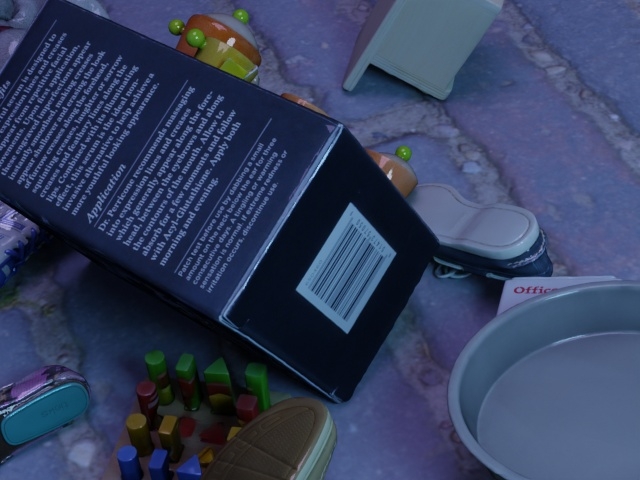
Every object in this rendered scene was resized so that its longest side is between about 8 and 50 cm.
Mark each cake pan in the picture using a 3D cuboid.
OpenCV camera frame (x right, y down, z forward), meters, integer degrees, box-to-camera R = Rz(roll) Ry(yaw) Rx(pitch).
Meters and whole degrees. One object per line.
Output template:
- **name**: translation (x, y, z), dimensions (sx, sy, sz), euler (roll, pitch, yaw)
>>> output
- **cake pan**: translation (0.261, 0.142, 1.128), dimensions (0.293, 0.054, 0.293), euler (-9, 34, 6)

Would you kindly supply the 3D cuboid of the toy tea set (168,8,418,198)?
- **toy tea set**: translation (-0.027, -0.156, 1.446), dimensions (0.124, 0.336, 0.200), euler (-59, 27, -8)

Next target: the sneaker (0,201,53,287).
- **sneaker**: translation (-0.366, -0.001, 1.497), dimensions (0.297, 0.112, 0.131), euler (-18, 61, -11)

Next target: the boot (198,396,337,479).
- **boot**: translation (-0.024, 0.279, 1.029), dimensions (0.095, 0.203, 0.262), euler (3, 57, 46)

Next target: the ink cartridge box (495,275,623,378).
- **ink cartridge box**: translation (0.239, 0.121, 1.287), dimensions (0.128, 0.072, 0.175), euler (-1, 40, 23)

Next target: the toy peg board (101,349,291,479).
- **toy peg board**: translation (-0.127, 0.185, 1.265), dimensions (0.161, 0.079, 0.160), euler (6, 43, 12)

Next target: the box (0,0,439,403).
- **box**: translation (-0.127, -0.040, 1.311), dimensions (0.396, 0.293, 0.212), euler (27, 81, 31)

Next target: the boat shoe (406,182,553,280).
- **boat shoe**: translation (0.160, -0.006, 1.439), dimensions (0.255, 0.079, 0.095), euler (13, 52, 50)

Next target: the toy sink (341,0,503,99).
- **toy sink**: translation (0.146, -0.292, 1.706), dimensions (0.131, 0.234, 0.152), euler (27, 43, -9)

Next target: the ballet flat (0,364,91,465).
- **ballet flat**: translation (-0.341, 0.191, 1.296), dimensions (0.222, 0.076, 0.079), euler (-28, 28, -30)

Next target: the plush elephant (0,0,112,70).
- **plush elephant**: translation (-0.409, -0.220, 1.623), dimensions (0.272, 0.330, 0.255), euler (-24, 63, -30)
